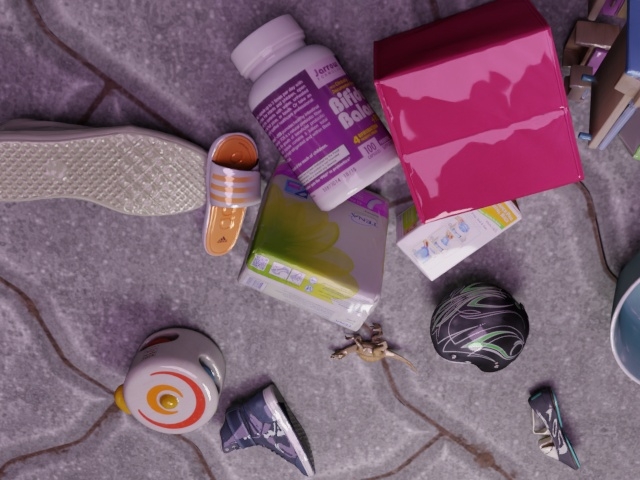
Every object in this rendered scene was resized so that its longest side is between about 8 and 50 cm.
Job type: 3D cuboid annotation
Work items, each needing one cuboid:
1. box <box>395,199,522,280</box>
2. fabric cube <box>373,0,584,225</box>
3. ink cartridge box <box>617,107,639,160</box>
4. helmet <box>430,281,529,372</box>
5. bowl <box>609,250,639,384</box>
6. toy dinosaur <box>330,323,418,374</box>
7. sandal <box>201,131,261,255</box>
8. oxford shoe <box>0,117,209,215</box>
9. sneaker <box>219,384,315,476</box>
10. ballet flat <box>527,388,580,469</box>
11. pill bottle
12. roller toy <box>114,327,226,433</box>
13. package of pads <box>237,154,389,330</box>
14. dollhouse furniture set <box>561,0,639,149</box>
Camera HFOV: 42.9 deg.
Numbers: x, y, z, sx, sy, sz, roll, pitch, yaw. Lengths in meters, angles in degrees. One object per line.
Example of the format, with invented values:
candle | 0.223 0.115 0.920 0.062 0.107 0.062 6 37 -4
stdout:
box | 0.246 -0.042 1.469 0.203 0.114 0.103 -37 109 21
fabric cube | 0.244 -0.213 1.302 0.258 0.254 0.259 -17 116 11
ink cartridge box | 0.679 -0.196 1.366 0.273 0.114 0.198 19 117 -7
helmet | 0.295 0.160 1.547 0.162 0.169 0.169 24 117 -27
bowl | 0.672 0.115 1.502 0.312 0.163 0.311 1 118 2
toy dinosaur | 0.114 0.220 1.659 0.183 0.053 0.092 7 133 8
sandal | -0.153 -0.070 1.480 0.102 0.076 0.265 -12 129 -31
oxford shoe | -0.402 -0.139 1.455 0.450 0.130 0.169 2 114 -15
sneaker | -0.120 0.434 1.744 0.164 0.086 0.226 -28 103 5
ballet flat | 0.485 0.403 1.716 0.074 0.074 0.203 -20 109 13
pill bottle | -0.012 -0.212 1.339 0.169 0.169 0.301 -34 93 19
roller toy | -0.297 0.287 1.651 0.210 0.146 0.191 20 116 -7
package of pads | 0.000 0.000 1.401 0.229 0.296 0.101 23 128 -9
dollhouse furniture set | 0.488 -0.239 1.184 0.198 0.303 0.286 11 153 1
